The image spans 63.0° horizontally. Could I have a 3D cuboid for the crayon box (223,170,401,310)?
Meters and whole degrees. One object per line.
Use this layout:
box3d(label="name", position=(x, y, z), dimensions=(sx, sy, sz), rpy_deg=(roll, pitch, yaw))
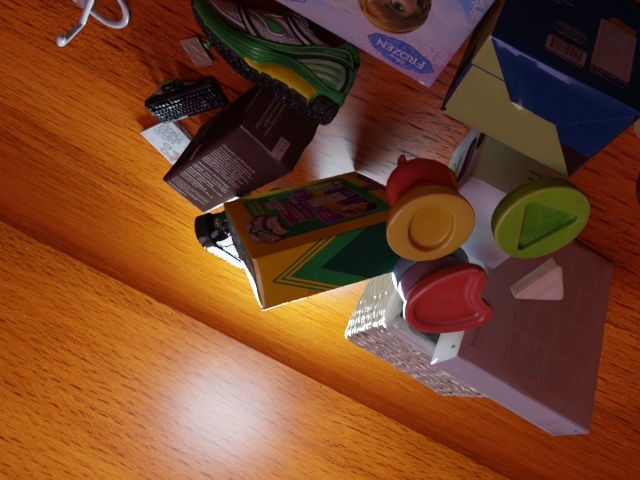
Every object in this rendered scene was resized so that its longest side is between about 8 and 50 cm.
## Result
box3d(label="crayon box", position=(-0.007, -0.023, 1.019), dimensions=(0.363, 0.313, 0.106), rpy_deg=(-133, 30, -65))

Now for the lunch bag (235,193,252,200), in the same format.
box3d(label="lunch bag", position=(-0.243, -0.125, 1.457), dimensions=(0.083, 0.053, 0.071), rpy_deg=(-13, 135, 36))

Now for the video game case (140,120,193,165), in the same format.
box3d(label="video game case", position=(-0.389, -0.257, 1.395), dimensions=(0.157, 0.019, 0.143), rpy_deg=(-6, 137, 44))

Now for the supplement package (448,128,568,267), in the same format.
box3d(label="supplement package", position=(0.305, -0.100, 0.897), dimensions=(0.149, 0.203, 0.194), rpy_deg=(27, 150, -1))

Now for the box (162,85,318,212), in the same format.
box3d(label="box", position=(-0.175, -0.203, 1.134), dimensions=(0.143, 0.191, 0.381), rpy_deg=(42, 147, -26))

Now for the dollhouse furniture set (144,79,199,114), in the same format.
box3d(label="dollhouse furniture set", position=(-0.332, -0.323, 1.203), dimensions=(0.152, 0.058, 0.076), rpy_deg=(10, 147, 28))

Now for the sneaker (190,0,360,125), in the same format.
box3d(label="sneaker", position=(-0.081, -0.345, 0.917), dimensions=(0.343, 0.146, 0.134), rpy_deg=(36, 178, 12))

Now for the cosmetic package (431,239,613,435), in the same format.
box3d(label="cosmetic package", position=(0.405, 0.136, 1.016), dimensions=(0.284, 0.377, 0.097), rpy_deg=(32, 150, -8))

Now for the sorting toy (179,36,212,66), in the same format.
box3d(label="sorting toy", position=(-0.246, -0.390, 1.073), dimensions=(0.083, 0.012, 0.062), rpy_deg=(7, 141, 37))

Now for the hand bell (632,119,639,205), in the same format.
box3d(label="hand bell", position=(0.454, -0.124, 0.698), dimensions=(0.126, 0.242, 0.126), rpy_deg=(19, 150, 12))

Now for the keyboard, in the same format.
box3d(label="keyboard", position=(-0.309, -0.315, 1.170), dimensions=(0.180, 0.023, 0.108), rpy_deg=(-11, 146, 21))

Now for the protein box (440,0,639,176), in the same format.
box3d(label="protein box", position=(0.299, -0.234, 0.687), dimensions=(0.200, 0.201, 0.136), rpy_deg=(27, 151, -1))

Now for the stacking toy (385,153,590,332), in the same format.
box3d(label="stacking toy", position=(0.235, -0.007, 0.807), dimensions=(0.279, 0.130, 0.309), rpy_deg=(-11, 134, 2))

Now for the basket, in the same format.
box3d(label="basket", position=(0.284, 0.154, 1.197), dimensions=(0.328, 0.331, 0.266), rpy_deg=(32, 152, -9))

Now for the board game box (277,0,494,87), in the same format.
box3d(label="board game box", position=(0.084, -0.385, 0.703), dimensions=(0.319, 0.066, 0.318), rpy_deg=(29, 162, -2))

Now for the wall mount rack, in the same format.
box3d(label="wall mount rack", position=(-0.520, -0.525, 0.959), dimensions=(0.350, 0.130, 0.304), rpy_deg=(38, 149, -21))

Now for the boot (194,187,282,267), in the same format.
box3d(label="boot", position=(-0.159, -0.025, 1.474), dimensions=(0.260, 0.131, 0.348), rpy_deg=(-18, 166, 15))
